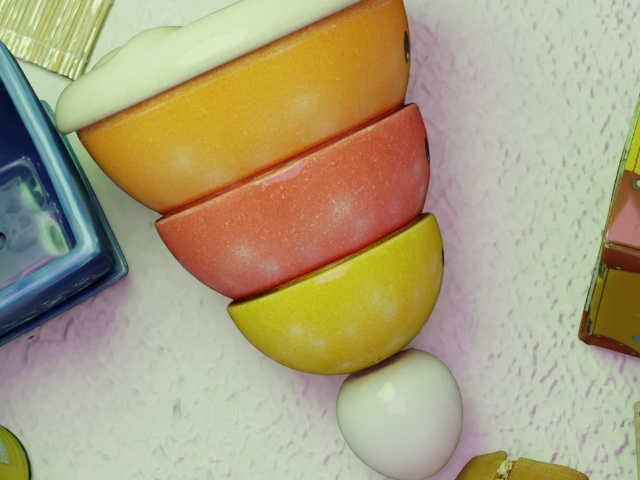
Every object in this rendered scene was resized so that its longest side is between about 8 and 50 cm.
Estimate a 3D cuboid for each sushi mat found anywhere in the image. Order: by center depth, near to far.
[{"bbox_3d":[-0.254,-0.329,1.960,0.151,0.019,0.316,20,82,10],"label":"sushi mat"}]

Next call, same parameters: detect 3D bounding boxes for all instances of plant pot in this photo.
[{"bbox_3d":[-0.325,-0.017,1.808,0.236,0.212,0.236,-29,78,3],"label":"plant pot"}]

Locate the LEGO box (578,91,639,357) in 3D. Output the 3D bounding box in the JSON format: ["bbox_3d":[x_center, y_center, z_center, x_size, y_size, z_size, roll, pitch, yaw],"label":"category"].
[{"bbox_3d":[0.489,0.029,1.627,0.500,0.372,0.193,16,77,8],"label":"LEGO box"}]

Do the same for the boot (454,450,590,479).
[{"bbox_3d":[0.100,0.293,1.765,0.295,0.104,0.211,-6,45,37],"label":"boot"}]

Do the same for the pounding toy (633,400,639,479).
[{"bbox_3d":[0.352,0.208,1.744,0.206,0.181,0.094,-23,47,33],"label":"pounding toy"}]

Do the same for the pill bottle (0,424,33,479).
[{"bbox_3d":[-0.346,0.214,1.770,0.119,0.208,0.119,-1,79,7],"label":"pill bottle"}]

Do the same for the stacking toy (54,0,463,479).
[{"bbox_3d":[0.000,0.000,1.773,0.350,0.350,0.480,-24,97,1],"label":"stacking toy"}]
